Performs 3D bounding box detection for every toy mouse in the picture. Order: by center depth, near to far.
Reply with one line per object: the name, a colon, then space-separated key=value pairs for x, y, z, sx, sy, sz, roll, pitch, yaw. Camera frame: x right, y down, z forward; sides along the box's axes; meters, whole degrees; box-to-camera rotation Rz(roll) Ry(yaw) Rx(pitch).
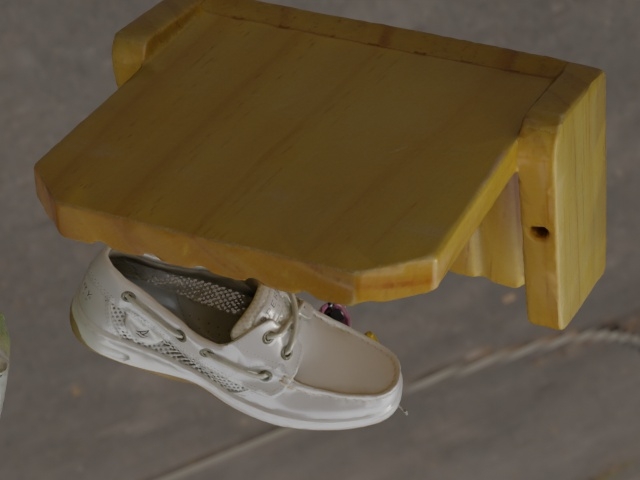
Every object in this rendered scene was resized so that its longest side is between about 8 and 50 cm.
toy mouse: x=0.018 y=0.120 z=2.120 sx=0.031 sy=0.161 sz=0.143 roll=-34 pitch=153 yaw=30

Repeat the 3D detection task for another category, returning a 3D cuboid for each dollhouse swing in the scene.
dollhouse swing: x=0.000 y=0.000 z=1.425 sx=0.347 sy=0.305 sz=0.315 roll=13 pitch=141 yaw=20

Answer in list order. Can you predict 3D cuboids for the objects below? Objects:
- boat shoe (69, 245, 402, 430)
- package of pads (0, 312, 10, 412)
boat shoe: x=-0.056 y=0.072 z=1.529 sx=0.277 sy=0.098 sz=0.096 roll=16 pitch=137 yaw=-11
package of pads: x=-0.312 y=0.167 z=1.540 sx=0.101 sy=0.229 sz=0.296 roll=11 pitch=-175 yaw=-12
